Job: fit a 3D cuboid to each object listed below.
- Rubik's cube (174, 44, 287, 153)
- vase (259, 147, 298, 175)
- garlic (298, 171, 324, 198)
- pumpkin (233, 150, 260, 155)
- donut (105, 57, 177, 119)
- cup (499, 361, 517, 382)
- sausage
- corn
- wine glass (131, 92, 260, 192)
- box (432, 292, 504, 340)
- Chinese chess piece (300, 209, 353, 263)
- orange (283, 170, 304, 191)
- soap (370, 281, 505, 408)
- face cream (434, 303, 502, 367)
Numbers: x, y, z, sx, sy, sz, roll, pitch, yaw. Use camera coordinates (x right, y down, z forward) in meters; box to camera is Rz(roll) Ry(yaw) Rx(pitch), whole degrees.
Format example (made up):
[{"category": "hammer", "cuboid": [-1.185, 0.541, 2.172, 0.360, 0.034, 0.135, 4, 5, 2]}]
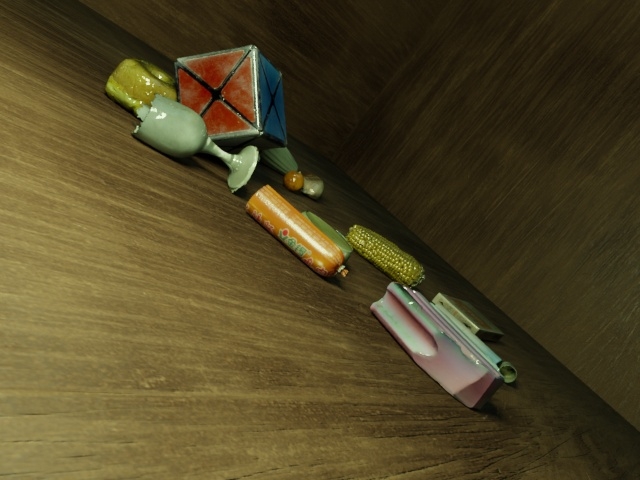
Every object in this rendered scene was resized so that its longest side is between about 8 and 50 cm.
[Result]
[{"category": "Rubik's cube", "cuboid": [-0.259, -0.396, 1.604, 0.255, 0.258, 0.260, -4, -3, 14]}, {"category": "vase", "cuboid": [-0.189, -0.352, 2.207, 0.248, 0.128, 0.128, 40, 8, -38]}, {"category": "garlic", "cuboid": [-0.048, -0.219, 2.229, 0.129, 0.090, 0.198, 18, 23, -14]}, {"category": "pumpkin", "cuboid": [-0.331, -0.347, 1.857, 0.281, 0.189, 0.139, -8, 20, -3]}, {"category": "donut", "cuboid": [-0.498, -0.432, 1.578, 0.209, 0.128, 0.261, 34, 14, -19]}, {"category": "cup", "cuboid": [0.584, 0.419, 1.724, 0.083, 0.075, 0.054, 8, 69, -73]}, {"category": "sausage", "cuboid": [-0.052, -0.011, 1.375, 0.312, 0.093, 0.093, 42, 12, 14]}, {"category": "corn", "cuboid": [0.229, 0.054, 1.901, 0.318, 0.115, 0.115, 37, 12, -1]}, {"category": "wine glass", "cuboid": [-0.319, -0.253, 1.398, 0.321, 0.143, 0.143, 29, 15, -36]}, {"category": "box", "cuboid": [0.580, 0.304, 2.109, 0.204, 0.051, 0.365, 45, 14, 31]}, {"category": "Chinese chess piece", "cuboid": [0.000, 0.000, 1.517, 0.188, 0.083, 0.188, 39, 10, -9]}, {"category": "orange", "cuboid": [-0.102, -0.227, 2.069, 0.084, 0.083, 0.083, 36, 12, -9]}, {"category": "soap", "cuboid": [0.287, 0.252, 1.319, 0.193, 0.109, 0.324, 24, 17, -47]}, {"category": "face cream", "cuboid": [0.422, 0.296, 1.615, 0.250, 0.077, 0.077, 46, 14, 33]}]
